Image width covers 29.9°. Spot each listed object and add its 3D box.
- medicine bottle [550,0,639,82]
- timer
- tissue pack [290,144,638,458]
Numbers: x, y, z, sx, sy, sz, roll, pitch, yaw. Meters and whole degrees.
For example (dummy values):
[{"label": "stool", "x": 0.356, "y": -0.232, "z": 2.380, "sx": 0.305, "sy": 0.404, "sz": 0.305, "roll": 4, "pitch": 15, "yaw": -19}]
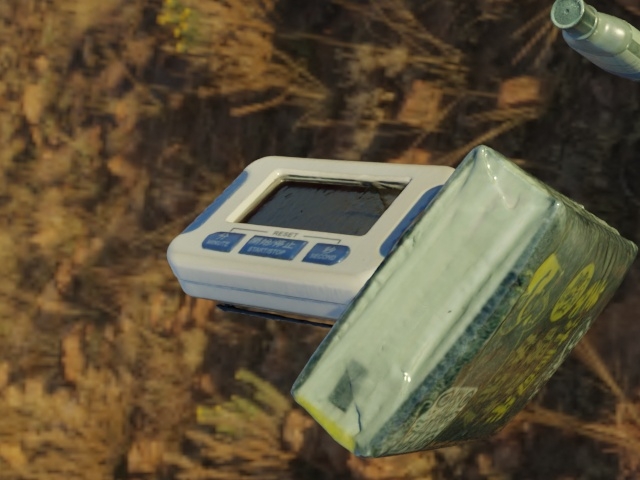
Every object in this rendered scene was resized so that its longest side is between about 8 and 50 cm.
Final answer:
[{"label": "medicine bottle", "x": 0.338, "y": -0.238, "z": 1.422, "sx": 0.090, "sy": 0.208, "sz": 0.053, "roll": 26, "pitch": 95, "yaw": 38}, {"label": "timer", "x": 0.000, "y": 0.000, "z": 1.102, "sx": 0.254, "sy": 0.178, "sz": 0.078, "roll": 7, "pitch": 130, "yaw": 38}, {"label": "tissue pack", "x": 0.106, "y": 0.049, "z": 0.773, "sx": 0.081, "sy": 0.257, "sz": 0.185, "roll": 41, "pitch": 101, "yaw": 21}]
